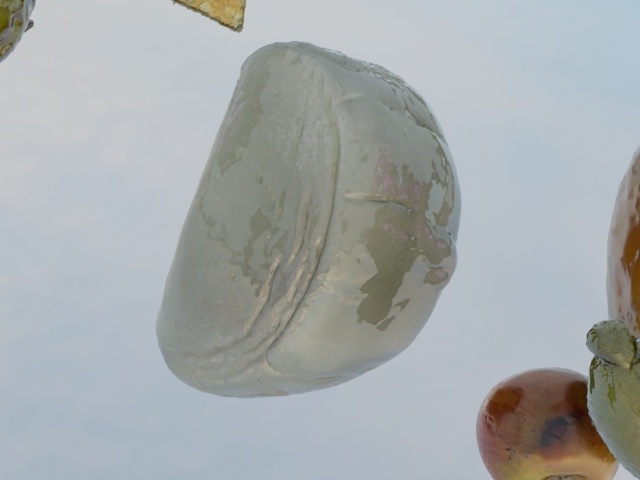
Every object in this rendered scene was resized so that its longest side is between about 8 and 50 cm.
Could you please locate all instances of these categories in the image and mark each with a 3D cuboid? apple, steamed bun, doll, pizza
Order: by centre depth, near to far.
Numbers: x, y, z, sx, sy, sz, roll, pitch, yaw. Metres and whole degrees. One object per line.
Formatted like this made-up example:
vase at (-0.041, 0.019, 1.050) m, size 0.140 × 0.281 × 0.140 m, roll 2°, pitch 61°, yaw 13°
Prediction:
doll at (0.229, 0.114, 0.652) m, size 0.097 × 0.137 × 0.209 m, roll -41°, pitch -130°, yaw -10°
pizza at (-0.097, -0.218, 1.029) m, size 0.123 × 0.108 × 0.026 m, roll -28°, pitch -152°, yaw -4°
apple at (0.224, 0.193, 1.214) m, size 0.146 × 0.146 × 0.146 m, roll 4°, pitch -150°, yaw -2°
steamed bun at (0.001, 0.005, 1.277) m, size 0.236 × 0.383 × 0.247 m, roll 30°, pitch -165°, yaw 38°

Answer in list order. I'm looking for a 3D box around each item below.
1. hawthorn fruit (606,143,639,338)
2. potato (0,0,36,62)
hawthorn fruit at (0.481, 0.047, 1.137) m, size 0.472 × 0.472 × 0.472 m, roll 4°, pitch -150°, yaw -2°
potato at (-0.422, -0.241, 1.208) m, size 0.300 × 0.196 × 0.246 m, roll -15°, pitch -179°, yaw -21°
